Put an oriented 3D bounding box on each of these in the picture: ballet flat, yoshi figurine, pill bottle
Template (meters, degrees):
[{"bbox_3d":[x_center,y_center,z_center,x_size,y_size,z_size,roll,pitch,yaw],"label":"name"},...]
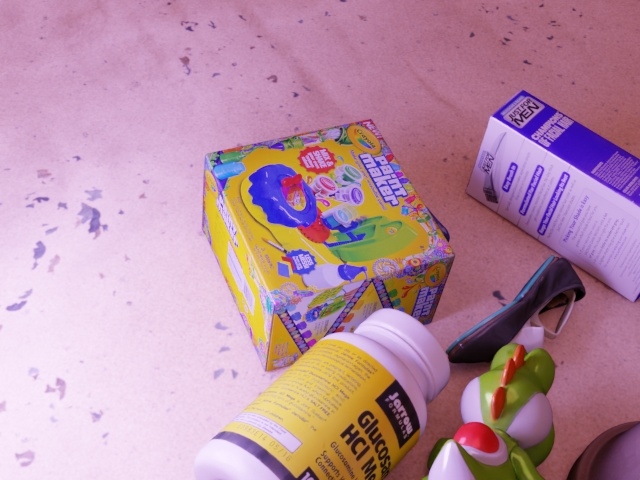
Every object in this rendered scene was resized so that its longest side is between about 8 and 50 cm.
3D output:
[{"bbox_3d":[0.308,0.120,1.445,0.280,0.095,0.096,-36,75,-31],"label":"ballet flat"},{"bbox_3d":[0.219,0.301,1.229,0.203,0.203,0.362,37,53,-2],"label":"yoshi figurine"},{"bbox_3d":[0.015,0.240,1.241,0.188,0.188,0.334,36,56,21],"label":"pill bottle"}]

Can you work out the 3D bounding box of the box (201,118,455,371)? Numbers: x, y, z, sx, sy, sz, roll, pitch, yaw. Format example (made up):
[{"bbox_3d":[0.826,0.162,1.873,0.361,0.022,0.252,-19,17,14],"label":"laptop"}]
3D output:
[{"bbox_3d":[0.000,0.000,1.445,0.279,0.177,0.290,-15,54,-20],"label":"box"}]

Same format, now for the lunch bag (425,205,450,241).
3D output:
[{"bbox_3d":[0.155,-0.004,1.539,0.065,0.067,0.098,-26,60,-25],"label":"lunch bag"}]

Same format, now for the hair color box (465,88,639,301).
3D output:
[{"bbox_3d":[0.415,-0.074,1.556,0.339,0.185,0.110,35,55,19],"label":"hair color box"}]

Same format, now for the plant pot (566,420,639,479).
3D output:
[{"bbox_3d":[0.464,0.310,1.219,0.263,0.229,0.263,3,50,-4],"label":"plant pot"}]
